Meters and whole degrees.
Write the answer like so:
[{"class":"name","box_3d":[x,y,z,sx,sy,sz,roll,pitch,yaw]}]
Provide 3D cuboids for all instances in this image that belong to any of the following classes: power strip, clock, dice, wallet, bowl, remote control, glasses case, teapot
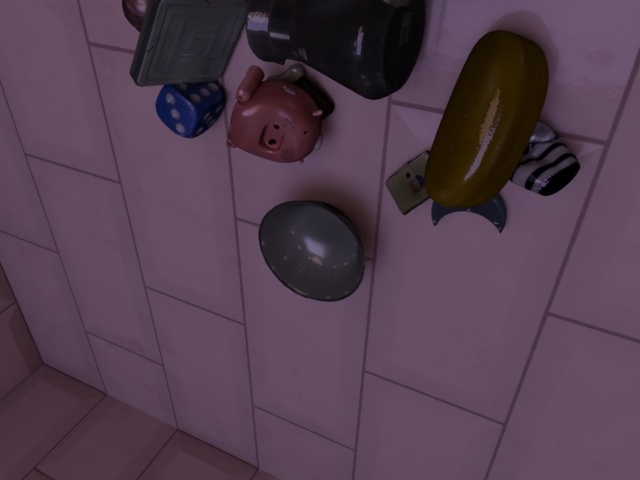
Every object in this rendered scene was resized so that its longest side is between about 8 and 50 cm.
[{"class":"power strip","box_3d":[0.362,-0.089,1.357,0.215,0.044,0.137,10,125,25]},{"class":"clock","box_3d":[-0.109,-0.290,1.368,0.241,0.142,0.227,23,144,-5]},{"class":"dice","box_3d":[-0.370,-0.390,1.516,0.146,0.143,0.146,41,137,-2]},{"class":"wallet","box_3d":[-0.084,-0.335,1.440,0.137,0.031,0.255,40,139,-27]},{"class":"bowl","box_3d":[0.000,0.000,1.562,0.336,0.157,0.338,15,128,20]},{"class":"remote control","box_3d":[-0.086,-0.412,1.397,0.122,0.032,0.074,-12,130,37]},{"class":"glasses case","box_3d":[0.336,-0.237,1.108,0.173,0.141,0.372,42,122,45]},{"class":"wallet","box_3d":[0.246,-0.149,1.374,0.155,0.039,0.110,-36,77,42]},{"class":"teapot","box_3d":[0.026,-0.475,1.146,0.343,0.253,0.300,20,143,24]}]

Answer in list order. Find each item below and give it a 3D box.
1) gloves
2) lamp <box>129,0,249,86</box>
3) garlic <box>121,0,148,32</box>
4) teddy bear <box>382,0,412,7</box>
[{"class":"gloves","box_3d":[0.453,-0.204,1.181,0.219,0.131,0.140,58,132,33]},{"class":"lamp","box_3d":[-0.323,-0.503,1.329,0.047,0.266,0.269,54,136,15]},{"class":"garlic","box_3d":[-0.393,-0.618,1.302,0.160,0.245,0.245,38,133,5]},{"class":"teddy bear","box_3d":[0.215,-0.555,0.900,0.357,0.368,0.224,-20,130,30]}]
